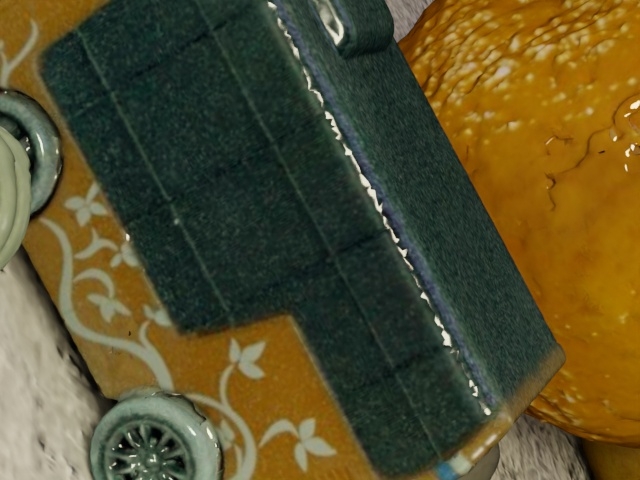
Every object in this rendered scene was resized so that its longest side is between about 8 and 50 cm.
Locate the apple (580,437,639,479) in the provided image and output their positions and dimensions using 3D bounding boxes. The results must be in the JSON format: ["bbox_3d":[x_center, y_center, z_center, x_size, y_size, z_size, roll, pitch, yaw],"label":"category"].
[{"bbox_3d":[0.251,0.114,1.276,0.155,0.182,0.182,40,24,-8],"label":"apple"}]

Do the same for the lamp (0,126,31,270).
[{"bbox_3d":[-0.148,-0.016,0.572,0.106,0.106,0.193,65,10,10],"label":"lamp"}]

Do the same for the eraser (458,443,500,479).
[{"bbox_3d":[-0.001,0.000,0.938,0.111,0.077,0.352,28,38,-52],"label":"eraser"}]

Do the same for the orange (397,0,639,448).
[{"bbox_3d":[0.201,-0.037,1.109,0.293,0.341,0.340,56,20,-29],"label":"orange"}]

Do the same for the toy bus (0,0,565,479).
[{"bbox_3d":[-0.035,-0.022,0.745,0.275,0.167,0.138,61,20,1],"label":"toy bus"}]
